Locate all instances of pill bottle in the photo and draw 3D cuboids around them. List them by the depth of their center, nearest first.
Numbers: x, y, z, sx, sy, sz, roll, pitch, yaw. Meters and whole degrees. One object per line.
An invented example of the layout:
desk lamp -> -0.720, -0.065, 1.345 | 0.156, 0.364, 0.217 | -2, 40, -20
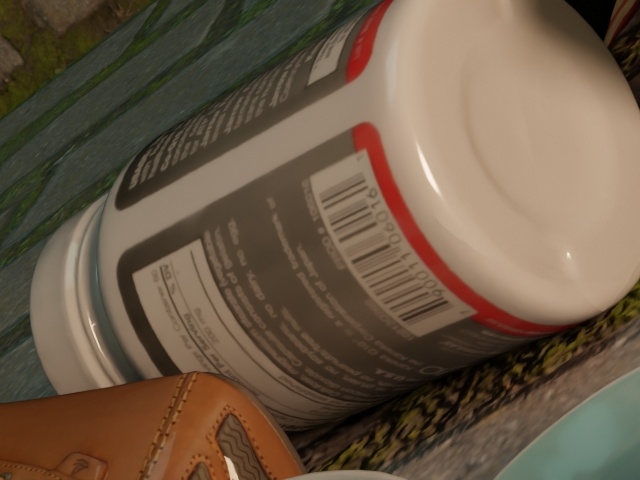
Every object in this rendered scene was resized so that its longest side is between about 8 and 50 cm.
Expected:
pill bottle -> 0.000, 0.000, 0.905 | 0.283, 0.161, 0.161 | -26, 21, 44

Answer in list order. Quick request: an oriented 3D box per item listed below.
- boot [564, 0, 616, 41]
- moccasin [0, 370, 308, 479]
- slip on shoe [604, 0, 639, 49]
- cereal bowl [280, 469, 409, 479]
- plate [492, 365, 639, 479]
boot -> 0.167, -0.149, 0.990 | 0.207, 0.094, 0.246 | -11, 60, 6
moccasin -> -0.165, 0.162, 0.934 | 0.380, 0.139, 0.147 | -10, 24, 45
slip on shoe -> 0.094, -0.096, 1.084 | 0.331, 0.123, 0.101 | -51, -16, -17
cereal bowl -> -0.051, 0.221, 0.451 | 0.339, 0.141, 0.339 | -37, 15, 12
plate -> 0.102, 0.100, 0.641 | 0.188, 0.024, 0.188 | -37, 16, 12
